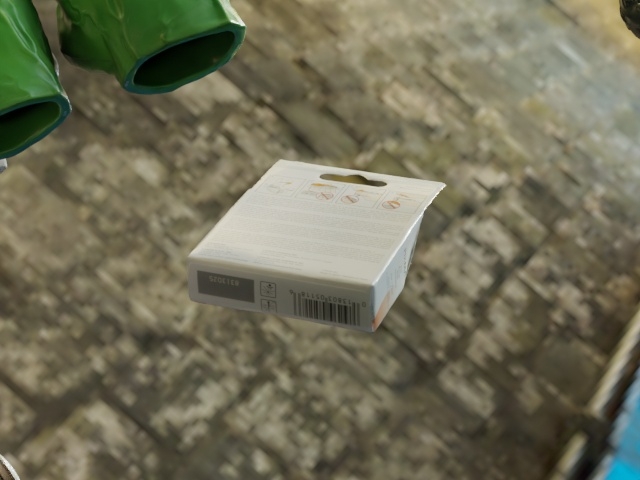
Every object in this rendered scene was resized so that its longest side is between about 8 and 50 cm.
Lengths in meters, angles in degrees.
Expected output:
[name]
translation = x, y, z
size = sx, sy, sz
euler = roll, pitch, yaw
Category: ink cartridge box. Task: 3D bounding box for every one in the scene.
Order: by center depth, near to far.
[ink cartridge box]
translation = 0.000, 0.000, 1.259
size = 0.179, 0.145, 0.045
euler = -49, 143, -58

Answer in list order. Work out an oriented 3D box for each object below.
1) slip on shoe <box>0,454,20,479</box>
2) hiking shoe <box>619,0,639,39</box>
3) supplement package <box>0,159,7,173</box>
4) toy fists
[slip on shoe]
translation = -0.298, 0.186, 1.421
size = 0.051, 0.135, 0.041
euler = -24, -161, 10
[hiking shoe]
translation = 0.385, -0.162, 1.311
size = 0.132, 0.304, 0.113
euler = 80, 13, -52
[supplement package]
translation = -0.408, -0.099, 1.625
size = 0.179, 0.105, 0.105
euler = -6, 172, -28
[toy fists]
translation = -0.201, -0.159, 1.281
size = 0.279, 0.142, 0.096
euler = -24, 160, -18
